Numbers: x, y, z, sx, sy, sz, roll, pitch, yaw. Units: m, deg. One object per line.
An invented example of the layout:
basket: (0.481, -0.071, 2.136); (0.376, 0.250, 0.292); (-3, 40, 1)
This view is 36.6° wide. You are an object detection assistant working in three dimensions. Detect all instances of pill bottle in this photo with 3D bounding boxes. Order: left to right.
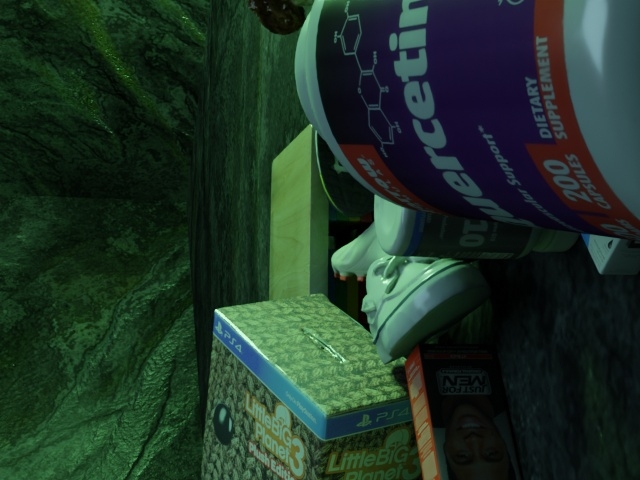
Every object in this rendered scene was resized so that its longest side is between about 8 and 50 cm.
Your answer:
pill bottle: (0.114, -0.026, 0.697); (0.078, 0.137, 0.078); (-179, 90, -77)
pill bottle: (0.110, -0.097, 0.500); (0.323, 0.181, 0.181); (11, 99, 63)

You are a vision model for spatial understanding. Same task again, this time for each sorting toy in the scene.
sorting toy: (0.000, 0.000, 1.272); (0.257, 0.089, 0.255); (156, 115, -76)

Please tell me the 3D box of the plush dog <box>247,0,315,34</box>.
plush dog: (0.039, -0.267, 0.850); (0.210, 0.225, 0.262); (-108, 24, -55)

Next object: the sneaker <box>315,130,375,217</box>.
sneaker: (0.047, -0.166, 1.114); (0.121, 0.111, 0.300); (102, 172, -74)

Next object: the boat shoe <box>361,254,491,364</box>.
boat shoe: (0.075, 0.050, 0.858); (0.084, 0.095, 0.258); (62, 165, 11)

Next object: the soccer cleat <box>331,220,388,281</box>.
soccer cleat: (0.068, 0.009, 1.054); (0.196, 0.068, 0.076); (172, 105, -69)

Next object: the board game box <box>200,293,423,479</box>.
board game box: (-0.012, 0.240, 1.035); (0.232, 0.141, 0.291); (34, 123, 51)

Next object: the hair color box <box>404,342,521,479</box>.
hair color box: (0.117, 0.156, 0.799); (0.043, 0.072, 0.141); (113, 154, -56)

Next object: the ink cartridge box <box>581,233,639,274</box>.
ink cartridge box: (0.193, -0.024, 0.599); (0.048, 0.028, 0.083); (-102, 20, -45)

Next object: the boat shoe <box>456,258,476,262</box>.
boat shoe: (0.083, -0.125, 0.760); (0.113, 0.127, 0.340); (-122, 19, -56)
